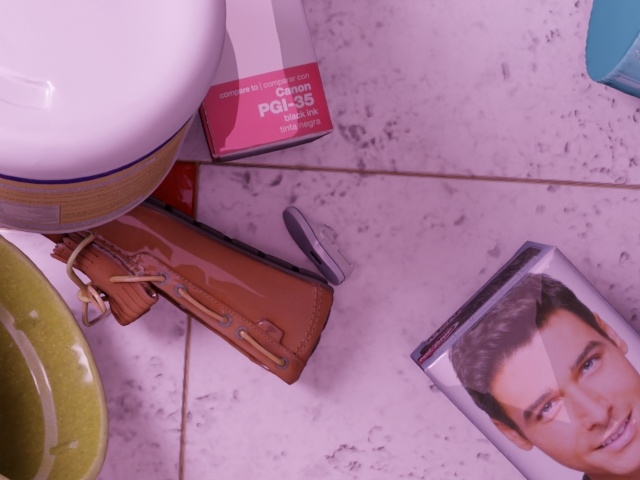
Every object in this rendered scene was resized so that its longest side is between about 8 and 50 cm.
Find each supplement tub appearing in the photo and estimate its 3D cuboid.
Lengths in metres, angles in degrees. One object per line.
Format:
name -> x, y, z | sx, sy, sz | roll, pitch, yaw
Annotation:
supplement tub -> -0.215, -0.135, 0.818 | 0.241, 0.331, 0.241 | 3, 80, -14

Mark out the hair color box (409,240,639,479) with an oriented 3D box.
hair color box -> 0.293, 0.197, 1.091 | 0.185, 0.113, 0.374 | -44, 94, 0

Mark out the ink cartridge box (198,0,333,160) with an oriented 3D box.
ink cartridge box -> -0.083, -0.225, 1.000 | 0.117, 0.207, 0.283 | -13, 94, -4

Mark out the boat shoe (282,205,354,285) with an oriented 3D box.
boat shoe -> 0.000, 0.000, 1.107 | 0.035, 0.035, 0.100 | -39, 91, -28

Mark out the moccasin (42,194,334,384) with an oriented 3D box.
moccasin -> -0.179, 0.036, 1.054 | 0.380, 0.139, 0.147 | 26, 83, -13

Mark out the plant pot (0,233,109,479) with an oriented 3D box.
plant pot -> -0.377, 0.155, 0.927 | 0.254, 0.276, 0.276 | -28, 94, 13

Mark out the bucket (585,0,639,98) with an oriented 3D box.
bucket -> 0.388, -0.244, 1.000 | 0.183, 0.281, 0.281 | 16, 92, -3
